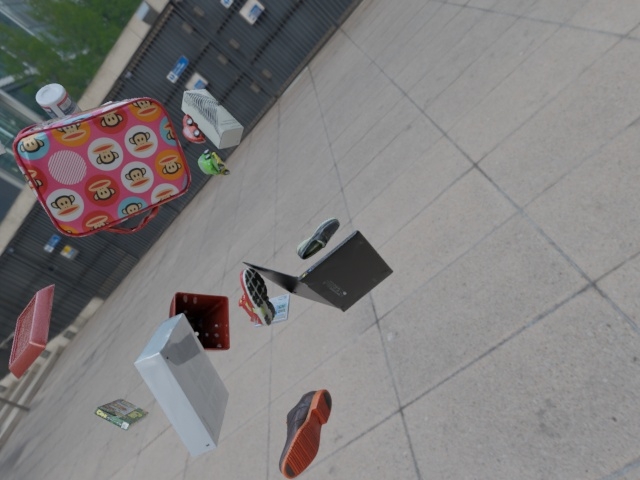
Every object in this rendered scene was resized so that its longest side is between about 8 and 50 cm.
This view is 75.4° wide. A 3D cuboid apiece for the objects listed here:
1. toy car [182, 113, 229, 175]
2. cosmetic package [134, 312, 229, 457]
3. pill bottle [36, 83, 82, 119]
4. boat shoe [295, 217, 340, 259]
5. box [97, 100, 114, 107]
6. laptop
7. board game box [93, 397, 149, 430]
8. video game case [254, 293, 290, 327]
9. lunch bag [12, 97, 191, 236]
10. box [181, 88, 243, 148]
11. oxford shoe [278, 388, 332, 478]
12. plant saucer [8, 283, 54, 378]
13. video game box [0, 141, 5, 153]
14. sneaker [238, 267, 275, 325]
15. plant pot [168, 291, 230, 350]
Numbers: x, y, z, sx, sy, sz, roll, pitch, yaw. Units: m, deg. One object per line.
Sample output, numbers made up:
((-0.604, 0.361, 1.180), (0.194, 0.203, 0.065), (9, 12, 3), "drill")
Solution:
((-0.359, -0.263, 1.299), (0.053, 0.239, 0.225), (-32, 36, 2), "toy car")
((-0.448, 0.474, 1.396), (0.098, 0.377, 0.284), (-24, 14, 0), "cosmetic package")
((-1.003, -0.508, 1.619), (0.180, 0.108, 0.107), (84, -151, -64), "pill bottle")
((-0.001, 0.000, 1.700), (0.224, 0.080, 0.073), (-40, 36, 2), "boat shoe")
((-0.709, -0.298, 1.381), (0.169, 0.087, 0.289), (-90, 21, -59), "box")
((0.002, 0.103, 1.583), (0.408, 0.382, 0.236), (-40, 54, 5), "laptop")
((-0.756, 0.663, 1.590), (0.030, 0.136, 0.259), (-60, 1, -16), "board game box")
((-0.212, 0.313, 1.846), (0.157, 0.019, 0.143), (-16, 38, 15), "video game case")
((-0.427, -0.139, 0.858), (0.293, 0.258, 0.120), (-27, 30, -24), "lunch bag")
((-0.448, -0.504, 1.709), (0.113, 0.275, 0.094), (-29, -23, -43), "box")
((-0.056, 0.535, 1.155), (0.098, 0.096, 0.271), (-14, 18, 30), "oxford shoe")
((-1.039, 0.322, 1.481), (0.259, 0.048, 0.258), (-39, 50, 26), "plant saucer")
((-1.459, -0.412, 1.734), (0.187, 0.205, 0.048), (-32, -14, -15), "video game box")
((-0.270, 0.228, 1.600), (0.119, 0.278, 0.107), (1, 35, 22), "sneaker")
((-0.616, 0.425, 2.015), (0.236, 0.267, 0.267), (-37, 52, 45), "plant pot")
